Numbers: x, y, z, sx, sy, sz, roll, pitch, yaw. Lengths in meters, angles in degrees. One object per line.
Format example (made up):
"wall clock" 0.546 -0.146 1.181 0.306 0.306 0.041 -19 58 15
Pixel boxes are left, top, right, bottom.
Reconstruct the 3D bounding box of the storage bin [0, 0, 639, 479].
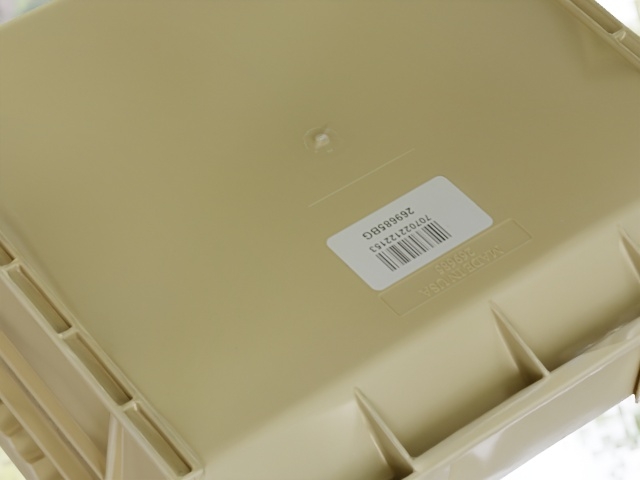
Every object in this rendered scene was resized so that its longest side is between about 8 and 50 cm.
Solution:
"storage bin" 0.000 0.000 0.761 0.260 0.262 0.123 46 -28 31
